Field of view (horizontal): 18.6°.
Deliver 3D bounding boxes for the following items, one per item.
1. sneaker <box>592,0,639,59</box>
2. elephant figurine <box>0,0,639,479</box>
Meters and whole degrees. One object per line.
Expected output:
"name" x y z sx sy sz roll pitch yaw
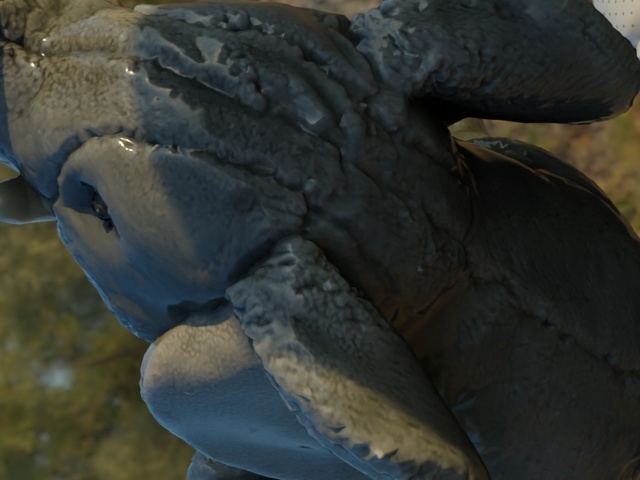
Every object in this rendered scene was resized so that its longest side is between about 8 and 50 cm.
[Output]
"sneaker" 0.238 -0.118 0.635 0.236 0.323 0.130 44 158 22
"elephant figurine" 0.000 0.000 0.491 0.239 0.186 0.169 57 -167 -65
